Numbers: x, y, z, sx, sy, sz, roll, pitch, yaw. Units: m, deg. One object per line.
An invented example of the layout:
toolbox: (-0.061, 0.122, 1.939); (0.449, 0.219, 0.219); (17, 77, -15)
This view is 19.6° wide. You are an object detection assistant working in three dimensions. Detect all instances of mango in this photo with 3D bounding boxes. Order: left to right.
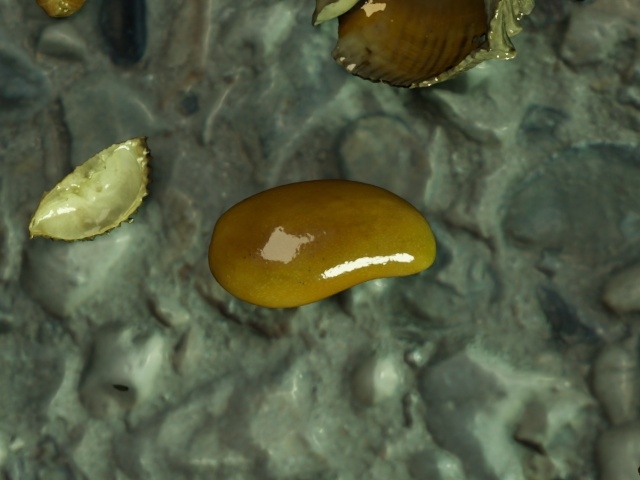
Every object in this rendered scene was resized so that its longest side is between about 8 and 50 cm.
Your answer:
mango: (0.000, 0.000, 1.492); (0.184, 0.085, 0.102); (-9, 74, 1)

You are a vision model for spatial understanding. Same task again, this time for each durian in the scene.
durian: (-0.184, -0.036, 1.541); (0.130, 0.066, 0.052); (-40, 72, 7)

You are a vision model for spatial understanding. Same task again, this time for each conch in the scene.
conch: (0.090, -0.215, 1.502); (0.245, 0.163, 0.178); (-25, 53, 32)

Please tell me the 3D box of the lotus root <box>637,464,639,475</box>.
lotus root: (0.302, 0.136, 1.417); (0.150, 0.062, 0.073); (-42, 50, -5)

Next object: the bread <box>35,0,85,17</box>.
bread: (-0.252, -0.264, 1.622); (0.052, 0.044, 0.157); (-34, 72, 5)
